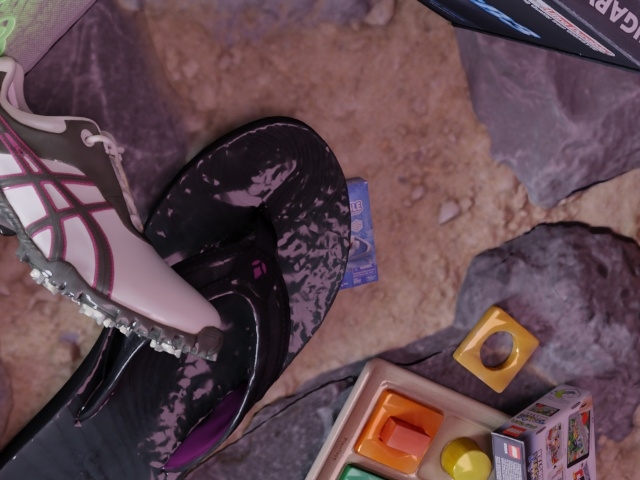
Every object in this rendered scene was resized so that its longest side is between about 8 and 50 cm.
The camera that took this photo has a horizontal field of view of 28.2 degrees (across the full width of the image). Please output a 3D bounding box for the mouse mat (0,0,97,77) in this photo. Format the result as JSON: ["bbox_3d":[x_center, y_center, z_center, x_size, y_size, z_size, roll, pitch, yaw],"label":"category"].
[{"bbox_3d":[-0.231,-0.210,0.917,0.190,0.007,0.152,-47,116,-2],"label":"mouse mat"}]

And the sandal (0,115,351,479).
[{"bbox_3d":[-0.111,0.111,0.994,0.167,0.107,0.446,32,95,-23],"label":"sandal"}]

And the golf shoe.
[{"bbox_3d":[-0.167,-0.021,0.890,0.273,0.105,0.120,36,84,7],"label":"golf shoe"}]

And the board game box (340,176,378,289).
[{"bbox_3d":[0.000,0.000,1.060,0.090,0.020,0.090,-14,109,-16],"label":"board game box"}]

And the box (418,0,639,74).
[{"bbox_3d":[0.062,-0.230,0.864,0.295,0.293,0.073,29,94,-26],"label":"box"}]

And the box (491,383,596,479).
[{"bbox_3d":[0.213,0.250,1.184,0.114,0.036,0.207,-24,115,-41],"label":"box"}]

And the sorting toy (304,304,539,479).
[{"bbox_3d":[0.085,0.217,1.143,0.196,0.047,0.348,25,96,-25],"label":"sorting toy"}]
